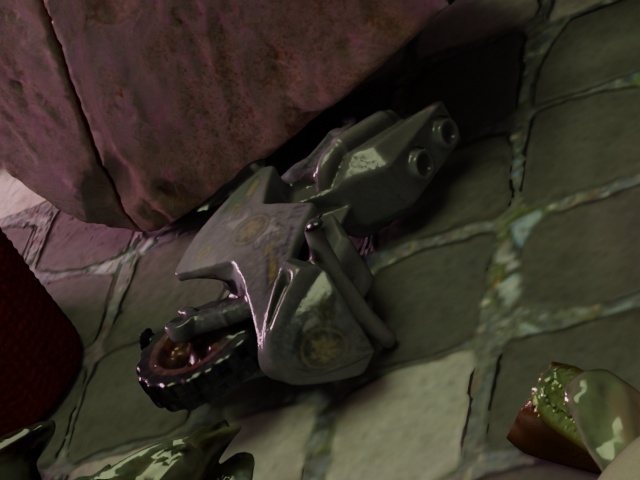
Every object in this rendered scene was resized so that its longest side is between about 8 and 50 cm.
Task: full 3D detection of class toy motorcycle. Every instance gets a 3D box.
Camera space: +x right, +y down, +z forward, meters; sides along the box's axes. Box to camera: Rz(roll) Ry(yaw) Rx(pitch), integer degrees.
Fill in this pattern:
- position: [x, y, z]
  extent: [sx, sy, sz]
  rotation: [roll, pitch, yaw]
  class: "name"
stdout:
- position: [0.000, 0.000, 0.928]
  extent: [0.122, 0.080, 0.215]
  rotation: [-2, 39, 43]
  class: "toy motorcycle"

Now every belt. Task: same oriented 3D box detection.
- position: [-0.232, 0.037, 1.059]
  extent: [0.201, 0.124, 0.128]
  rotation: [7, 48, 48]
  class: "belt"

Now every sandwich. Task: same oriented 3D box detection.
- position: [0.098, 0.070, 0.768]
  extent: [0.083, 0.044, 0.031]
  rotation: [8, 56, 53]
  class: "sandwich"

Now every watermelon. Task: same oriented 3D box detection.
- position: [-0.081, -0.173, 1.072]
  extent: [0.319, 0.292, 0.222]
  rotation: [-48, 2, 45]
  class: "watermelon"

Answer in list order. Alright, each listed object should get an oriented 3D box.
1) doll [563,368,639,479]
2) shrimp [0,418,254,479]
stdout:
- position: [0.149, 0.127, 0.579]
  extent: [0.155, 0.113, 0.275]
  rotation: [-17, 24, -6]
  class: "doll"
- position: [-0.184, 0.171, 0.881]
  extent: [0.360, 0.085, 0.247]
  rotation: [-33, 24, 10]
  class: "shrimp"
